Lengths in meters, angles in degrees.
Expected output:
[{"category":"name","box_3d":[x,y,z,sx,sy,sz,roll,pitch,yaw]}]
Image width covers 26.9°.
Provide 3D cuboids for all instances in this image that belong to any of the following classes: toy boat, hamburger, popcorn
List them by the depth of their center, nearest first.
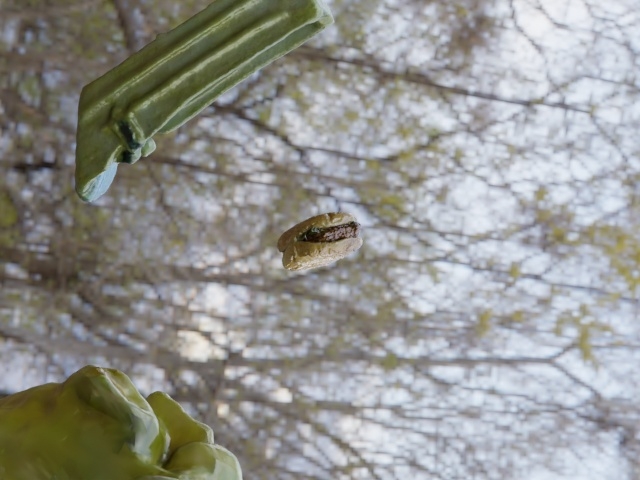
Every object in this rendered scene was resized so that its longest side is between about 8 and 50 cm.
[{"category":"popcorn","box_3d":[-0.210,0.260,1.093,0.312,0.312,0.312,-173,-90,-65]},{"category":"toy boat","box_3d":[-0.121,-0.146,1.184,0.276,0.084,0.111,-36,-179,10]},{"category":"hamburger","box_3d":[0.000,0.000,1.245,0.083,0.076,0.044,-33,-113,55]}]
